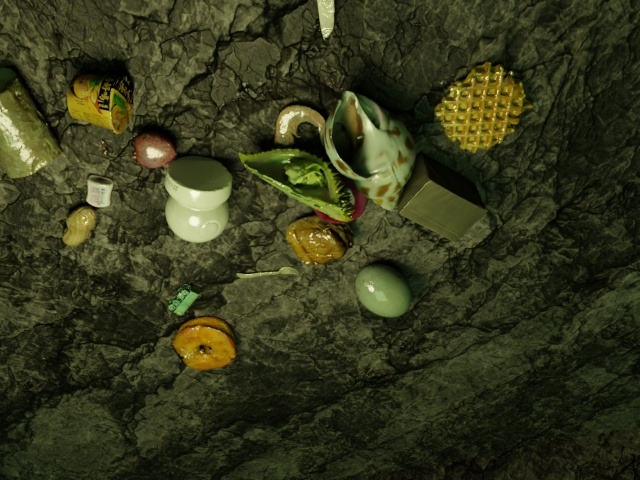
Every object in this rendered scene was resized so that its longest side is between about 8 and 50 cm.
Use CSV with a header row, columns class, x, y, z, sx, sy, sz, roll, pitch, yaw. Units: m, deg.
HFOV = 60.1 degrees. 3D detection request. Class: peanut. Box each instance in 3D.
class,x,y,z,sx,sy,sz,roll,pitch,yaw
peanut,-0.749,-0.044,1.708,0.080,0.080,0.174,25,128,-25

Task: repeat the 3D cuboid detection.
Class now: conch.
class,x,y,z,sx,sy,sz,roll,pitch,yaw
conch,0.136,-0.231,1.504,0.368,0.249,0.197,58,154,-13

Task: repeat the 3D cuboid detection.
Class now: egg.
class,x,y,z,sx,sy,sz,roll,pitch,yaw
egg,0.218,0.174,1.923,0.236,0.169,0.169,37,120,-25

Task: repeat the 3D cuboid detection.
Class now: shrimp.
class,x,y,z,sx,sy,sz,roll,pitch,yaw
shrimp,-0.059,-0.284,1.571,0.152,0.046,0.219,11,130,-10

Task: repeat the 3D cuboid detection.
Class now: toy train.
class,x,y,z,sx,sy,sz,roll,pitch,yaw
toy train,-0.489,0.209,1.984,0.071,0.038,0.148,25,125,-28

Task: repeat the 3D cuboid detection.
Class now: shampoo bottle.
class,x,y,z,sx,sy,sz,roll,pitch,yaw
shampoo bottle,-0.658,-0.142,1.648,0.072,0.043,0.099,13,130,-15

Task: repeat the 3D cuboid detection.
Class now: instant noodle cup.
class,x,y,z,sx,sy,sz,roll,pitch,yaw
instant noodle cup,-0.558,-0.356,1.407,0.122,0.151,0.151,10,131,2

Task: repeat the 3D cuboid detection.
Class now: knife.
class,x,y,z,sx,sy,sz,roll,pitch,yaw
knife,0.011,-0.591,1.277,0.047,0.017,0.298,2,149,4

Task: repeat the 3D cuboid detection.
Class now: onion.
class,x,y,z,sx,sy,sz,roll,pitch,yaw
onion,0.053,-0.134,1.648,0.177,0.153,0.177,12,112,31

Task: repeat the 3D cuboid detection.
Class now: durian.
class,x,y,z,sx,sy,sz,roll,pitch,yaw
durian,-0.049,-0.145,1.514,0.355,0.169,0.157,28,126,22

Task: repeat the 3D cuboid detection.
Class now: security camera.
class,x,y,z,sx,sy,sz,roll,pitch,yaw
security camera,-0.360,-0.103,1.607,0.194,0.194,0.236,8,127,-11

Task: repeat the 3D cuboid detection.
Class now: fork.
class,x,y,z,sx,sy,sz,roll,pitch,yaw
fork,-0.185,0.114,1.938,0.219,0.028,0.034,-4,140,4

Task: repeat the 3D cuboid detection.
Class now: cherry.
class,x,y,z,sx,sy,sz,roll,pitch,yaw
cherry,-0.507,-0.258,1.533,0.225,0.090,0.107,7,143,1

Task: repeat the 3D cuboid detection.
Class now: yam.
class,x,y,z,sx,sy,sz,roll,pitch,yaw
yam,-0.793,-0.292,1.429,0.161,0.161,0.268,-10,130,5

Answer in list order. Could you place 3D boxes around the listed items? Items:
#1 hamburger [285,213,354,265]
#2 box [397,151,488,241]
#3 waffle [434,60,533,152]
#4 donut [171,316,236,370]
class,x,y,z,sx,sy,sz,roll,pitch,yaw
hamburger,0.000,0.000,1.779,0.206,0.130,0.183,-19,128,15
box,0.354,-0.127,1.676,0.231,0.149,0.155,23,126,-23
waffle,0.452,-0.364,1.539,0.245,0.052,0.254,-39,124,25
donut,-0.437,0.393,2.103,0.253,0.118,0.253,-2,135,-2
